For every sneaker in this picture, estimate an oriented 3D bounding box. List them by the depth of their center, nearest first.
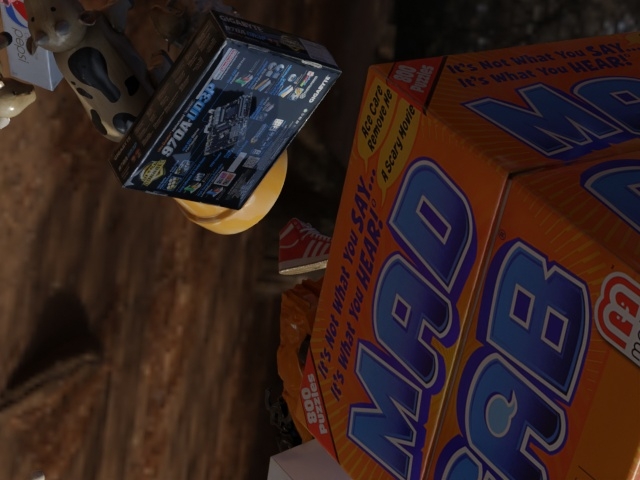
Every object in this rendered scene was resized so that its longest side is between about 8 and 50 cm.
[{"bbox_3d":[0.000,0.000,1.849,0.042,0.118,0.067,26,56,-64],"label":"sneaker"}]

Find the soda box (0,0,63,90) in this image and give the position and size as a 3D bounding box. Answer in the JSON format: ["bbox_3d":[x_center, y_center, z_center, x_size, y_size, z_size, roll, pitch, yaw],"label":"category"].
[{"bbox_3d":[-0.401,-0.315,2.117,0.216,0.074,0.069,96,20,-54],"label":"soda box"}]

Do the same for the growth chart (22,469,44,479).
[{"bbox_3d":[-0.308,0.311,1.337,0.172,0.021,0.237,-43,-158,19],"label":"growth chart"}]

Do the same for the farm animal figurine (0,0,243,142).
[{"bbox_3d":[-0.294,-0.223,1.710,0.330,0.327,0.172,-39,-156,26],"label":"farm animal figurine"}]

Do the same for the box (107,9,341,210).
[{"bbox_3d":[-0.105,-0.137,1.653,0.220,0.175,0.051,-52,-130,26],"label":"box"}]

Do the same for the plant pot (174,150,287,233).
[{"bbox_3d":[-0.190,-0.134,2.399,0.188,0.205,0.205,25,64,-48],"label":"plant pot"}]

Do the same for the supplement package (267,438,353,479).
[{"bbox_3d":[0.057,0.308,1.596,0.149,0.203,0.194,41,-45,38],"label":"supplement package"}]

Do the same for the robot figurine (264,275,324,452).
[{"bbox_3d":[0.026,0.196,1.776,0.085,0.211,0.291,-30,134,-36],"label":"robot figurine"}]

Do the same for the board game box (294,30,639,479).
[{"bbox_3d":[0.245,0.071,1.237,0.356,0.356,0.356,43,-48,41],"label":"board game box"}]
